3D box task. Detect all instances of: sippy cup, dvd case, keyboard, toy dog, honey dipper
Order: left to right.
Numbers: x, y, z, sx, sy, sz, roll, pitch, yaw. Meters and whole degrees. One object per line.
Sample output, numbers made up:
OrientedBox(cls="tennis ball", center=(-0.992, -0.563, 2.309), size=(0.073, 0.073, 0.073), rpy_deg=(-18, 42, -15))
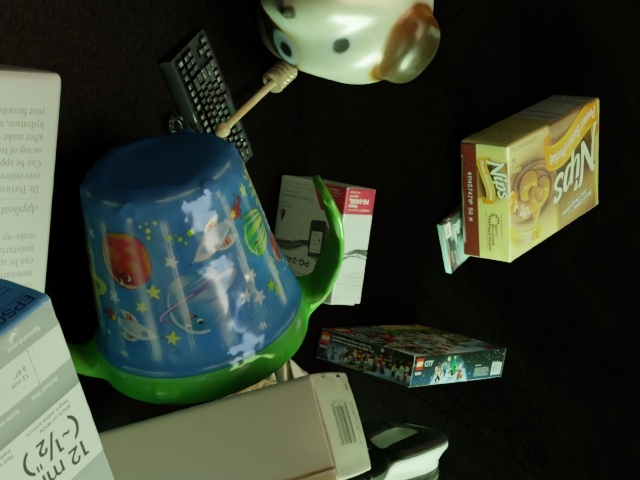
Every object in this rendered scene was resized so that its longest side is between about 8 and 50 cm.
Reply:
OrientedBox(cls="sippy cup", center=(-0.145, 0.014, 1.419), size=(0.305, 0.240, 0.224), rpy_deg=(-39, 130, -38))
OrientedBox(cls="keyboard", center=(-0.134, -0.143, 1.572), size=(0.108, 0.023, 0.180), rpy_deg=(-48, 133, -33))
OrientedBox(cls="honey dipper", center=(-0.080, -0.168, 1.612), size=(0.160, 0.030, 0.030), rpy_deg=(-47, 134, -43))
OrientedBox(cls="toy dog", center=(0.048, -0.386, 1.577), size=(0.395, 0.284, 0.408), rpy_deg=(30, 77, -70))
OrientedBox(cls="dvd case", center=(0.220, -0.017, 2.069), size=(0.119, 0.013, 0.087), rpy_deg=(-42, 130, -39))

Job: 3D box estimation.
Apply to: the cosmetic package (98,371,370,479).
OrientedBox(cls="cosmetic package", center=(-0.120, 0.229, 1.409), size=(0.160, 0.309, 0.113), rpy_deg=(17, 56, -74))

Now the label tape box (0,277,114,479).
OrientedBox(cls="label tape box", center=(-0.296, 0.239, 1.135), size=(0.249, 0.115, 0.347), rpy_deg=(-41, 129, -38))

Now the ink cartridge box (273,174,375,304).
OrientedBox(cls="ink cartridge box", center=(0.000, 0.000, 1.711), size=(0.063, 0.109, 0.150), rpy_deg=(1, 99, -53))

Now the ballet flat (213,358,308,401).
OrientedBox(cls="ballet flat", center=(-0.057, 0.182, 1.729), size=(0.206, 0.073, 0.067), rpy_deg=(6, 81, -56))

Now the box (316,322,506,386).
OrientedBox(cls="box", center=(0.128, 0.155, 1.879), size=(0.233, 0.159, 0.044), rpy_deg=(2, 100, -52))

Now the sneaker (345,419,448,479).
OrientedBox(cls="sneaker", center=(0.014, 0.384, 1.660), size=(0.447, 0.169, 0.257), rpy_deg=(-5, 100, -54))

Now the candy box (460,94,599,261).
OrientedBox(cls="candy box", center=(0.332, -0.103, 2.113), size=(0.316, 0.087, 0.183), rpy_deg=(-28, 121, -50))

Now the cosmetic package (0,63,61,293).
OrientedBox(cls="cosmetic package", center=(-0.380, 0.064, 1.200), size=(0.230, 0.161, 0.453), rpy_deg=(-4, 103, -52))
